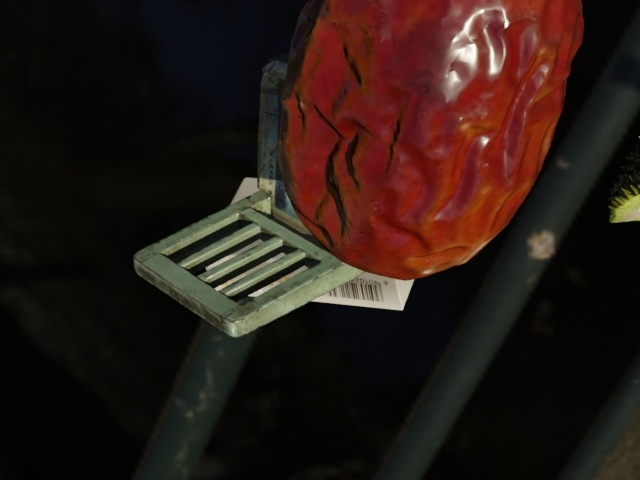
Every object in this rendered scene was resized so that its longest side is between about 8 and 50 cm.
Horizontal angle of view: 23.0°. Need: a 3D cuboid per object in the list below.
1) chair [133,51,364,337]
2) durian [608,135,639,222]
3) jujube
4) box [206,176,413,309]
[{"bbox_3d":[-0.002,-0.058,1.206,0.136,0.270,0.147,31,131,41],"label":"chair"},{"bbox_3d":[0.348,-0.072,1.362,0.215,0.100,0.086,-16,46,11],"label":"durian"},{"bbox_3d":[0.064,-0.097,0.962,0.174,0.174,0.250,46,128,37],"label":"jujube"},{"bbox_3d":[-0.001,0.000,1.801,0.233,0.149,0.067,5,130,20],"label":"box"}]
